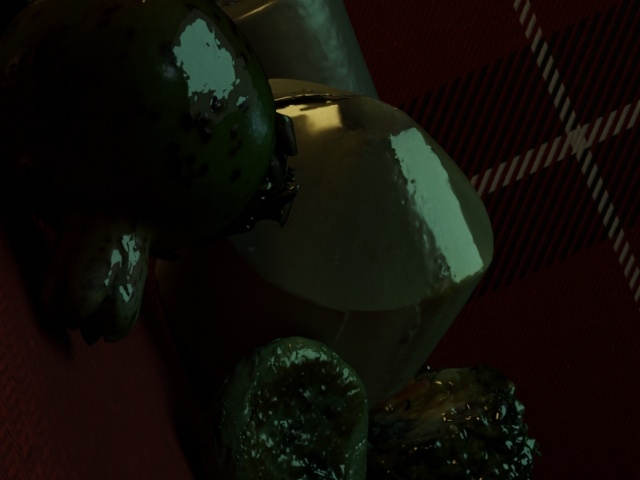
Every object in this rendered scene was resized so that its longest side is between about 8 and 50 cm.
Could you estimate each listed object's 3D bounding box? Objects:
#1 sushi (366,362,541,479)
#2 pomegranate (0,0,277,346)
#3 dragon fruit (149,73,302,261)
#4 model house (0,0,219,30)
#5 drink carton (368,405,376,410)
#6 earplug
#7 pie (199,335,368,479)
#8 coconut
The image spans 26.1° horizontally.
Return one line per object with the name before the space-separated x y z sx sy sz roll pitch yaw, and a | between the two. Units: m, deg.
sushi | 0.173 0.309 2.081 0.352 0.294 0.178 -109 178 -79
pomegranate | -0.129 -0.056 0.903 0.202 0.202 0.247 60 35 -62
dragon fruit | -0.112 -0.072 1.094 0.182 0.189 0.182 -17 90 -82
model house | -0.241 -0.285 1.161 0.279 0.205 0.218 32 -17 31
drink carton | 0.019 0.180 1.981 0.142 0.146 0.144 57 0 19
earplug | -0.059 -0.232 2.261 0.312 0.313 0.394 -108 174 -67
pie | -0.022 0.171 1.133 0.041 0.187 0.186 0 -55 44
coconut | 0.000 0.000 1.283 0.323 0.323 0.323 -25 90 -87
